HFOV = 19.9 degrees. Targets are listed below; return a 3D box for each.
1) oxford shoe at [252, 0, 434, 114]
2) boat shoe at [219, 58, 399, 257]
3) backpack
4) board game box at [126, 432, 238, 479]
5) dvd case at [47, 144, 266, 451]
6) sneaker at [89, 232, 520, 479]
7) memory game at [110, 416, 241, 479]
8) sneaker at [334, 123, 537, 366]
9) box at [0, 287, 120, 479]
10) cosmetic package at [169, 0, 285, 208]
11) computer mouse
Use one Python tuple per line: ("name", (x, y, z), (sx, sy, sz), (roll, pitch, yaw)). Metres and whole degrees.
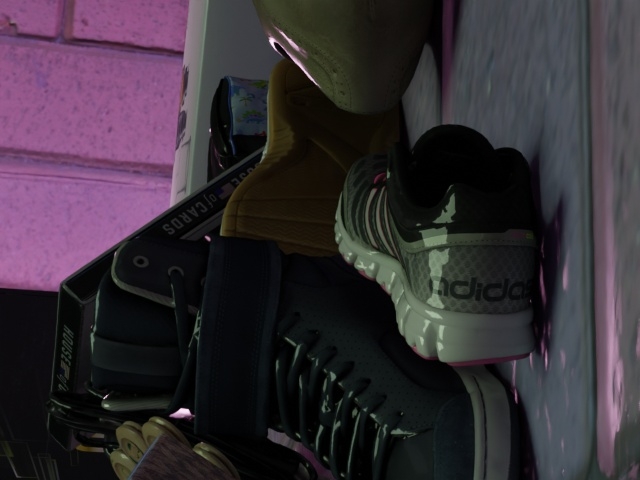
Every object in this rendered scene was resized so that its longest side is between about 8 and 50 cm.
("oxford shoe", (-0.005, -0.160, 1.029), (0.348, 0.123, 0.130), (-98, 7, -72))
("boat shoe", (0.000, 0.000, 0.977), (0.277, 0.098, 0.096), (-78, -2, -58))
("backpack", (-0.045, -0.066, 1.402), (0.114, 0.084, 0.105), (-100, 17, -48))
("board game box", (-0.104, 0.261, 0.821), (0.291, 0.141, 0.232), (-57, 1, 3))
("dvd case", (-0.084, 0.027, 1.244), (0.029, 0.238, 0.179), (42, 147, 20))
("sneaker", (-0.012, 0.067, 0.729), (0.226, 0.163, 0.086), (-103, 21, -65))
("memory game", (-0.060, 0.181, 1.096), (0.012, 0.186, 0.186), (-42, -18, -30))
("sneaker", (0.048, -0.014, 0.714), (0.170, 0.063, 0.075), (-117, 33, -68))
("box", (-0.232, 0.220, 1.749), (0.395, 0.318, 0.097), (-90, 8, -46))
("cosmetic package", (-0.080, -0.157, 1.736), (0.284, 0.097, 0.377), (177, 99, -80))
("computer mouse", (-0.070, 0.150, 1.252), (0.272, 0.188, 0.072), (77, -145, -70))
